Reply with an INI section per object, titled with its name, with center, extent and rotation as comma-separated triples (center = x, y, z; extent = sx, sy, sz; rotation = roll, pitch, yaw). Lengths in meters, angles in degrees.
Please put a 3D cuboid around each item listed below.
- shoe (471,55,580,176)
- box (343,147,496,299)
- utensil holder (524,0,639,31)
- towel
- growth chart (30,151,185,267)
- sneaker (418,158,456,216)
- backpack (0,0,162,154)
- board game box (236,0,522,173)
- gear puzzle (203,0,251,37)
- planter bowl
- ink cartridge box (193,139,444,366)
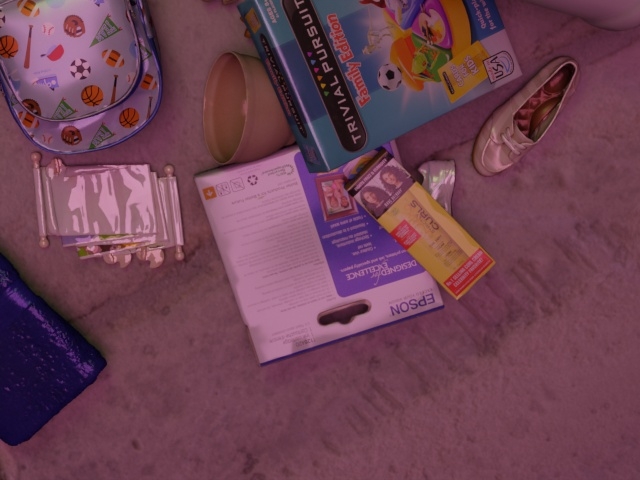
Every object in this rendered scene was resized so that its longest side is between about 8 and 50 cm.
[shoe]
center = 0.304, -0.184, 1.622
extent = 0.076, 0.058, 0.219
rotation = 37, 100, -8
[box]
center = 0.144, -0.024, 1.597
extent = 0.087, 0.058, 0.232
rotation = -44, 101, 5
[utensil holder]
center = 0.257, -0.464, 1.374
extent = 0.385, 0.327, 0.328
rotation = 9, 103, -20
[towel]
center = -0.504, 0.149, 1.689
extent = 0.227, 0.076, 0.308
rotation = -40, 100, 15
[growth chart]
center = -0.324, -0.043, 1.669
extent = 0.237, 0.021, 0.172
rotation = 3, 103, -1
[sneaker]
center = 0.172, -0.048, 1.659
extent = 0.061, 0.054, 0.152
rotation = 3, 95, 5
[backpack]
center = -0.339, -0.257, 1.536
extent = 0.276, 0.213, 0.263
rotation = -18, 113, 1
[board game box]
center = 0.089, -0.278, 1.527
extent = 0.336, 0.079, 0.254
rotation = -28, 102, -18
[gear puzzle]
center = -0.121, -0.426, 1.550
extent = 0.175, 0.044, 0.339
rotation = -21, 111, -5
[planter bowl]
center = -0.091, -0.188, 1.582
extent = 0.109, 0.162, 0.162
rotation = 1, 104, -29
[ink cartridge box]
center = 0.000, 0.000, 1.659
extent = 0.303, 0.072, 0.307
rotation = -17, 104, 1
